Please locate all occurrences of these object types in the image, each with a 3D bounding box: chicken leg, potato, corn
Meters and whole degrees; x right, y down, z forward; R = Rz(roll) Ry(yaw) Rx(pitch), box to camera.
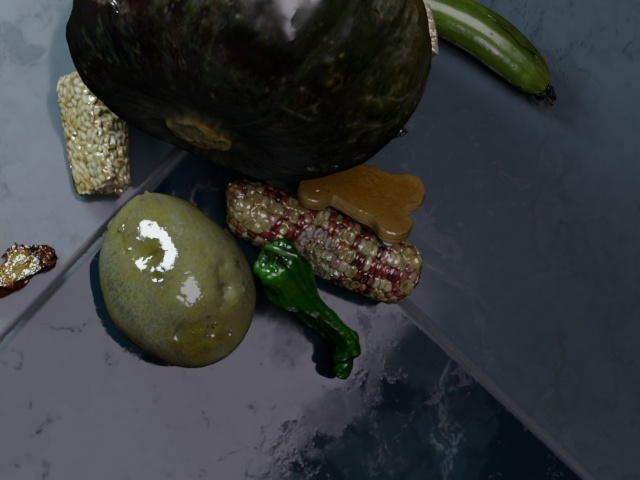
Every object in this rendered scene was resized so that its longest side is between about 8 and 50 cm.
[{"bbox_3d":[-0.402,0.043,1.465,0.145,0.037,0.062,-28,71,-18],"label":"chicken leg"},{"bbox_3d":[-0.183,0.050,1.470,0.178,0.160,0.235,-14,78,-34],"label":"potato"},{"bbox_3d":[0.000,0.000,1.552,0.290,0.098,0.098,22,79,-14],"label":"corn"}]

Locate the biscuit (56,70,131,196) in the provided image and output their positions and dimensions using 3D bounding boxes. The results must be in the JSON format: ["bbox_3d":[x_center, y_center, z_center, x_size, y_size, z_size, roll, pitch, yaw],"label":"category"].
[{"bbox_3d":[-0.287,-0.139,1.496,0.070,0.082,0.168,-6,86,-42],"label":"biscuit"}]

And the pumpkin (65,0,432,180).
[{"bbox_3d":[-0.081,-0.268,1.373,0.454,0.454,0.344,28,74,-12],"label":"pumpkin"}]

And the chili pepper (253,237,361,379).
[{"bbox_3d":[-0.015,0.083,1.510,0.074,0.100,0.257,-37,126,4],"label":"chili pepper"}]

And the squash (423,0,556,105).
[{"bbox_3d":[0.220,-0.295,1.659,0.319,0.071,0.080,28,79,-12],"label":"squash"}]

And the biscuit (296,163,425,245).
[{"bbox_3d":[0.023,-0.079,1.561,0.240,0.035,0.158,27,38,8],"label":"biscuit"}]

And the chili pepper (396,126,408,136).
[{"bbox_3d":[0.102,-0.187,1.643,0.027,0.022,0.083,-13,89,16],"label":"chili pepper"}]

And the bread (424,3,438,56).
[{"bbox_3d":[0.080,-0.263,1.577,0.105,0.152,0.077,-13,88,-22],"label":"bread"}]
